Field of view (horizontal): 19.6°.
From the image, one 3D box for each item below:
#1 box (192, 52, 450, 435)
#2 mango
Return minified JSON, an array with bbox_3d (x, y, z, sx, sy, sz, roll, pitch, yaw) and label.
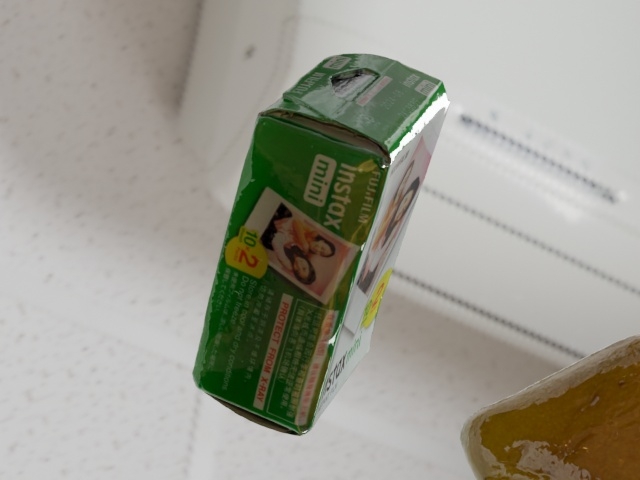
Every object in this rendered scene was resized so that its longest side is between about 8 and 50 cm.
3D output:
[{"bbox_3d":[0.000,0.000,1.350,0.103,0.250,0.180,20,-154,12],"label":"box"},{"bbox_3d":[0.255,0.154,1.398,0.119,0.316,0.177,26,-121,-62],"label":"mango"}]
